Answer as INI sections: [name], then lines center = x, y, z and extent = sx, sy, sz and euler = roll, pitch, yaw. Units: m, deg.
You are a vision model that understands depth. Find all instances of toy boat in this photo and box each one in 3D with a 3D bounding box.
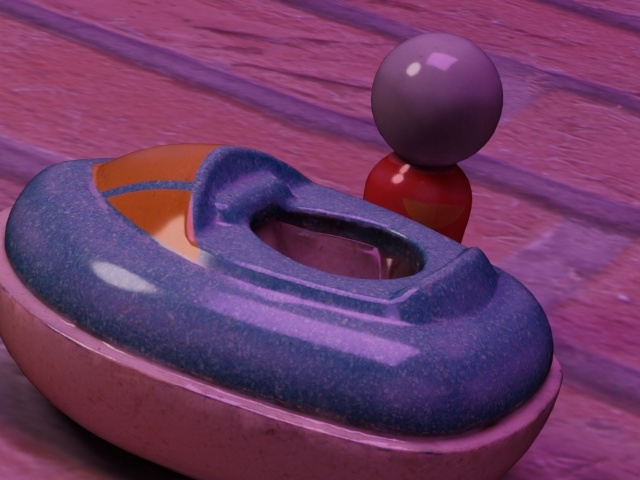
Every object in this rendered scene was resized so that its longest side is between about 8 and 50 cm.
[toy boat]
center = 0.000, 0.000, 0.909
extent = 0.267, 0.148, 0.318
euler = 18, 23, 18
